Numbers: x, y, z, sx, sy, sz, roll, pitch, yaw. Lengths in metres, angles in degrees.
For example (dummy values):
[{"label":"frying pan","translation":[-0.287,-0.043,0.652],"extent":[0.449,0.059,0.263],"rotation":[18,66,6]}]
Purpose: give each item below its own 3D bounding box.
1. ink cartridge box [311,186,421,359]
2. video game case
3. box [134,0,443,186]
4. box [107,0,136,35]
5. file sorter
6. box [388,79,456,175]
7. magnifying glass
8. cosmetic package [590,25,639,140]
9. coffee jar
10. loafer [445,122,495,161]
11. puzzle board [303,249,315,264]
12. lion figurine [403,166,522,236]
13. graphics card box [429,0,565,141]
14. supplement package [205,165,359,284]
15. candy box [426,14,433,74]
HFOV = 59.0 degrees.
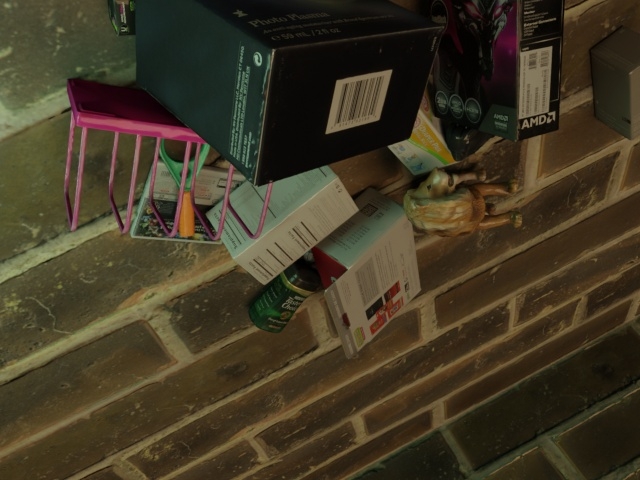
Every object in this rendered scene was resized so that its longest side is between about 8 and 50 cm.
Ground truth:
[{"label":"ink cartridge box","translation":[0.090,0.084,1.311],"extent":[0.272,0.130,0.309],"rotation":[-42,142,-20]},{"label":"video game case","translation":[-0.250,-0.070,1.089],"extent":[0.190,0.022,0.173],"rotation":[5,127,-36]},{"label":"box","translation":[-0.052,-0.253,0.775],"extent":[0.296,0.294,0.183],"rotation":[-23,140,-38]},{"label":"box","translation":[-0.253,-0.328,0.800],"extent":[0.083,0.062,0.052],"rotation":[-12,136,-24]},{"label":"file sorter","translation":[-0.234,-0.114,0.871],"extent":[0.290,0.202,0.182],"rotation":[3,114,-29]},{"label":"box","translation":[0.184,-0.232,1.105],"extent":[0.103,0.114,0.203],"rotation":[-15,148,31]},{"label":"magnifying glass","translation":[-0.242,-0.113,1.011],"extent":[0.092,0.026,0.231],"rotation":[-11,123,-28]},{"label":"cosmetic package","translation":[0.722,-0.365,1.329],"extent":[0.107,0.127,0.238],"rotation":[-38,137,6]},{"label":"coffee jar","translation":[-0.084,0.132,1.345],"extent":[0.096,0.079,0.184],"rotation":[21,116,-39]},{"label":"loafer","translation":[0.320,-0.239,1.103],"extent":[0.223,0.076,0.078],"rotation":[-43,143,-23]},{"label":"puzzle board","translation":[0.000,0.000,1.321],"extent":[0.096,0.011,0.128],"rotation":[-24,138,-10]},{"label":"lion figurine","translation":[0.282,-0.086,1.238],"extent":[0.240,0.392,0.142],"rotation":[-6,94,1]},{"label":"graphics card box","translation":[0.266,-0.361,0.884],"extent":[0.094,0.233,0.371],"rotation":[-18,118,-17]},{"label":"supplement package","translation":[-0.074,-0.055,1.105],"extent":[0.244,0.139,0.134],"rotation":[-38,146,1]},{"label":"candy box","translation":[0.269,-0.417,1.068],"extent":[0.206,0.027,0.105],"rotation":[-39,141,8]}]
